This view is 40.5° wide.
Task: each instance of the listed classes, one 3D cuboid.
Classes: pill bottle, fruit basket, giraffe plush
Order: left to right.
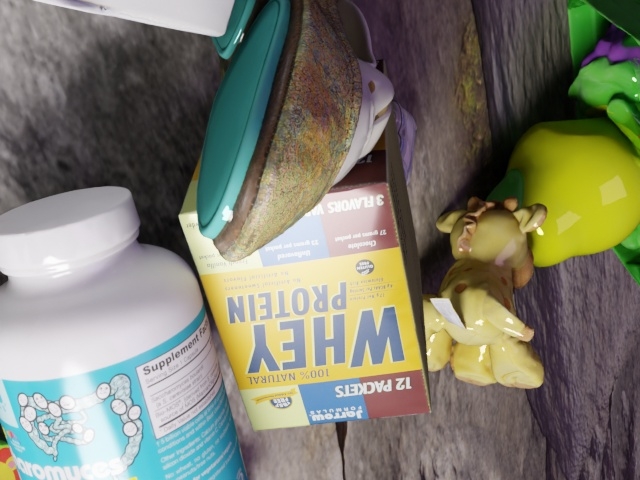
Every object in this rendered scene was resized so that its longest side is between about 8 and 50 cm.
[{"bbox_3d":[-0.138,0.102,0.580,0.146,0.146,0.264,-29,114,-42],"label":"pill bottle"},{"bbox_3d":[0.172,0.042,0.944,0.210,0.181,0.170,73,34,-58],"label":"giraffe plush"},{"bbox_3d":[0.356,-0.104,1.097,0.392,0.283,0.392,-4,124,-6],"label":"fruit basket"}]

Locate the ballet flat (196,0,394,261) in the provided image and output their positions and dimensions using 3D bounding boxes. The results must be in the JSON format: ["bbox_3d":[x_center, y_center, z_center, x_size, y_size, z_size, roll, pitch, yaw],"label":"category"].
[{"bbox_3d":[-0.013,-0.108,0.549,0.348,0.123,0.123,-100,170,-51],"label":"ballet flat"}]

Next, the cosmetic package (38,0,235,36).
[{"bbox_3d":[-0.110,-0.313,0.415,0.217,0.156,0.385,2,115,-51],"label":"cosmetic package"}]

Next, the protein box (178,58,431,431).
[{"bbox_3d":[0.000,0.000,0.662,0.201,0.136,0.199,-85,164,-56],"label":"protein box"}]

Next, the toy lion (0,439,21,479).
[{"bbox_3d":[-0.227,0.183,0.610,0.100,0.034,0.096,-6,99,-50],"label":"toy lion"}]

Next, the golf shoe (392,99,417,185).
[{"bbox_3d":[0.064,-0.047,0.856,0.086,0.069,0.176,4,101,-57],"label":"golf shoe"}]
